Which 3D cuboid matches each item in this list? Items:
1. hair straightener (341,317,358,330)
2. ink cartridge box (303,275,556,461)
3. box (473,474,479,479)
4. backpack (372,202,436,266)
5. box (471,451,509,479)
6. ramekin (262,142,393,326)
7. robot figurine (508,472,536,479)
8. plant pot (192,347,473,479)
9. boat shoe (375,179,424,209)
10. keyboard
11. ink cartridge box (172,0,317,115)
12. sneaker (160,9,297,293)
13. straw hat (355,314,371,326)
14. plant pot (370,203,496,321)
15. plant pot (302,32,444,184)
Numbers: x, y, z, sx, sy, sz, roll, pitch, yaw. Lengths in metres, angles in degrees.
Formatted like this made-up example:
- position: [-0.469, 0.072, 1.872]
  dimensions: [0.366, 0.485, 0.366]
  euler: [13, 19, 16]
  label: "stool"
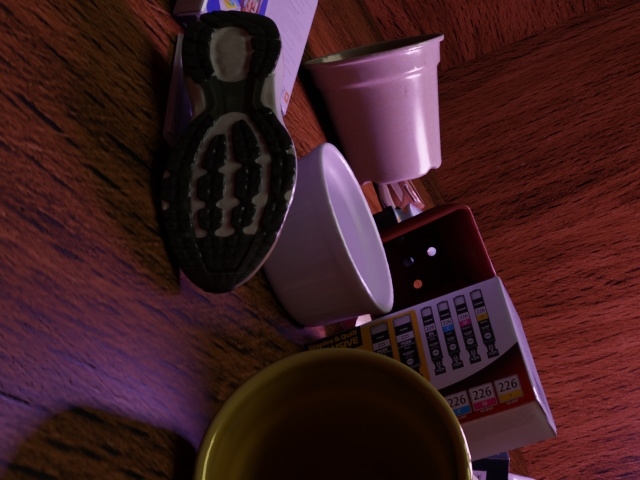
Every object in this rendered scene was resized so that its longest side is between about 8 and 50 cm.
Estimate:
- position: [0.024, 0.054, 1.529]
  dimensions: [0.230, 0.047, 0.089]
  euler: [62, 15, -9]
  label: "hair straightener"
- position: [0.143, 0.184, 1.229]
  dimensions: [0.130, 0.310, 0.271]
  euler: [54, 20, -47]
  label: "ink cartridge box"
- position: [0.176, 0.458, 1.268]
  dimensions: [0.243, 0.117, 0.213]
  euler: [49, 39, -51]
  label: "box"
- position: [0.203, 0.002, 2.043]
  dimensions: [0.165, 0.145, 0.188]
  euler: [68, 10, 15]
  label: "backpack"
- position: [0.257, 0.400, 1.571]
  dimensions: [0.207, 0.153, 0.108]
  euler: [-69, 161, -77]
  label: "box"
- position: [0.000, 0.000, 1.313]
  dimensions: [0.277, 0.135, 0.277]
  euler: [-20, 90, -76]
  label: "ramekin"
- position: [0.365, 0.596, 1.603]
  dimensions: [0.353, 0.200, 0.299]
  euler: [29, 67, -45]
  label: "robot figurine"
- position: [0.023, 0.270, 0.855]
  dimensions: [0.239, 0.254, 0.253]
  euler: [76, 2, -56]
  label: "plant pot"
- position: [0.193, -0.213, 2.337]
  dimensions: [0.122, 0.120, 0.323]
  euler: [-59, 127, -72]
  label: "boat shoe"
- position: [-0.184, -0.192, 1.159]
  dimensions: [0.256, 0.014, 0.072]
  euler: [-94, 163, -47]
  label: "keyboard"
- position: [-0.105, -0.412, 1.398]
  dimensions: [0.303, 0.072, 0.307]
  euler: [44, 54, -57]
  label: "ink cartridge box"
- position: [-0.101, -0.098, 1.079]
  dimensions: [0.182, 0.158, 0.410]
  euler: [87, 4, -57]
  label: "sneaker"
- position: [0.101, 0.187, 1.472]
  dimensions: [0.144, 0.061, 0.144]
  euler: [4, 90, -73]
  label: "straw hat"
- position: [0.199, 0.073, 1.748]
  dimensions: [0.235, 0.268, 0.267]
  euler: [-110, 176, -77]
  label: "plant pot"
- position: [0.150, -0.303, 2.007]
  dimensions: [0.334, 0.334, 0.305]
  euler: [-63, 143, -71]
  label: "plant pot"
